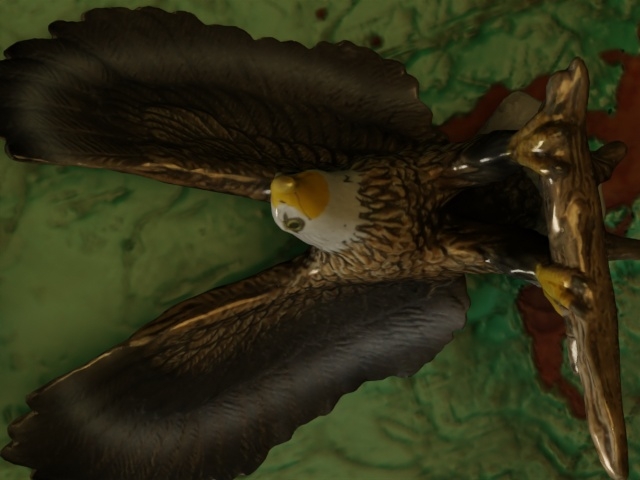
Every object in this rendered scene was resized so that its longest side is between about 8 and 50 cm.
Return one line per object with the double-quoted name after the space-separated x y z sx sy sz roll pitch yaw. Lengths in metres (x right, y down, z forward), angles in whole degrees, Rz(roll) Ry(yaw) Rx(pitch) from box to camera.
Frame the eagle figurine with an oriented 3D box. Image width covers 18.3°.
-0.004 -0.005 0.967 0.298 0.225 0.226 -7 47 22 "eagle figurine"
